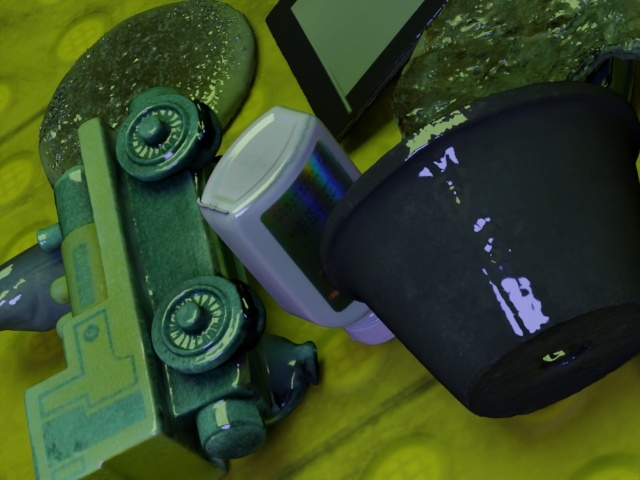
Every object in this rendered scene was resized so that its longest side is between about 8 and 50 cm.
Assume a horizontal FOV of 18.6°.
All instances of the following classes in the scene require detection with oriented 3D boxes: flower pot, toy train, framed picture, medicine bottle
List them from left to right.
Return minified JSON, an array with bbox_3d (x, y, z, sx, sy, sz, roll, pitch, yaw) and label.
[{"bbox_3d":[-0.149,0.042,1.672,0.237,0.150,0.369,-27,54,17],"label":"toy train"},{"bbox_3d":[0.000,0.000,1.572,0.078,0.219,0.115,17,65,45],"label":"medicine bottle"},{"bbox_3d":[0.083,-0.280,1.834,0.347,0.016,0.265,-51,32,16],"label":"framed picture"},{"bbox_3d":[0.149,0.023,1.449,0.269,0.269,0.166,-32,61,10],"label":"flower pot"}]

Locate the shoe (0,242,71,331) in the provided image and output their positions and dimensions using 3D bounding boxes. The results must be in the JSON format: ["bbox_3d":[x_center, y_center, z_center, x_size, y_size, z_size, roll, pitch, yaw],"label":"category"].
[{"bbox_3d":[-0.217,0.033,1.816,0.251,0.100,0.103,-34,0,-13],"label":"shoe"}]

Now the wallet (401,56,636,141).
[{"bbox_3d":[0.172,-0.130,1.686,0.202,0.059,0.141,-15,40,26],"label":"wallet"}]

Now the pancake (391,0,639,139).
[{"bbox_3d":[0.167,-0.150,1.632,0.253,0.037,0.254,-22,39,19],"label":"pancake"}]

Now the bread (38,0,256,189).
[{"bbox_3d":[-0.183,-0.149,1.998,0.267,0.040,0.267,-21,44,22],"label":"bread"}]
